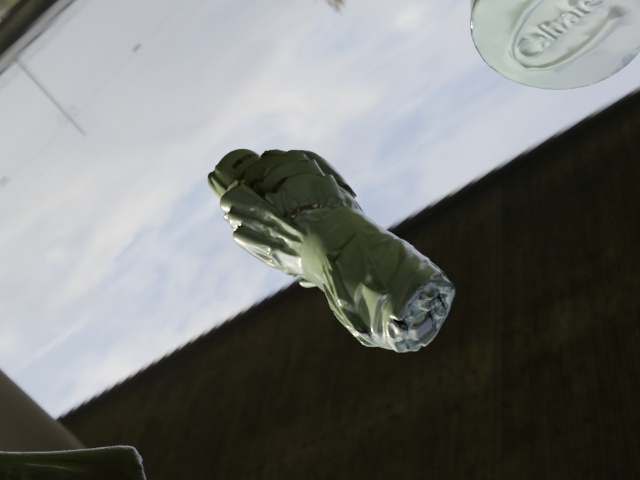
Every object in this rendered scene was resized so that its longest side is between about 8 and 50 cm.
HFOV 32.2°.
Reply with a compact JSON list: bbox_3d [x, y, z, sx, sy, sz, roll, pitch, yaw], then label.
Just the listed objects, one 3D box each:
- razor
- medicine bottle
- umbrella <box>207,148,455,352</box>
[{"bbox_3d":[-0.185,0.171,0.718,0.090,0.148,0.054,-116,-147,-54],"label":"razor"},{"bbox_3d":[0.104,-0.163,0.480,0.090,0.090,0.216,-24,-139,35],"label":"medicine bottle"},{"bbox_3d":[0.000,0.000,0.511,0.067,0.062,0.143,-17,-135,-43],"label":"umbrella"}]
